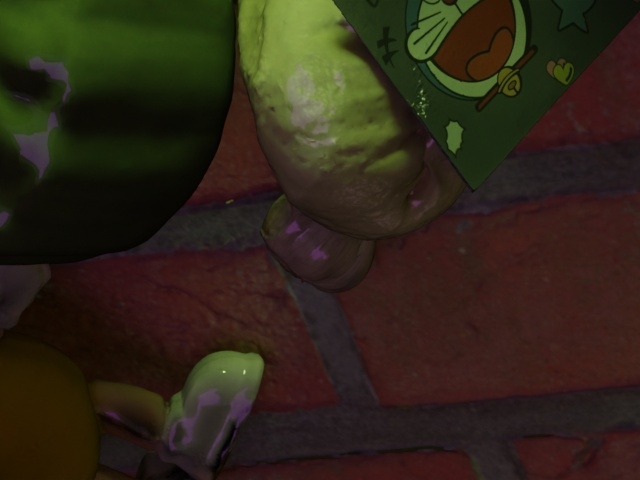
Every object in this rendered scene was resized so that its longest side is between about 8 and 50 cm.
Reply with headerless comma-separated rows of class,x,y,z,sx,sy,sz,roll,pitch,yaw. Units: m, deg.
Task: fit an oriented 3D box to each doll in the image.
doll,-0.256,0.160,1.625,0.423,0.161,0.348,36,103,-32

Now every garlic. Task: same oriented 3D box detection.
garlic,0.004,0.000,1.523,0.094,0.074,0.113,-33,137,17

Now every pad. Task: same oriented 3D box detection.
pad,0.130,-0.175,1.258,0.170,0.245,0.006,53,156,-20

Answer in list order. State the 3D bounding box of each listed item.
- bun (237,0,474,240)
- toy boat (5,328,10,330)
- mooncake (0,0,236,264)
bun,0.043,-0.128,1.310,0.160,0.259,0.259,-10,122,25
toy boat,-0.400,0.001,1.649,0.199,0.100,0.290,-25,113,33
mooncake,-0.227,-0.141,1.345,0.351,0.187,0.351,1,92,44
